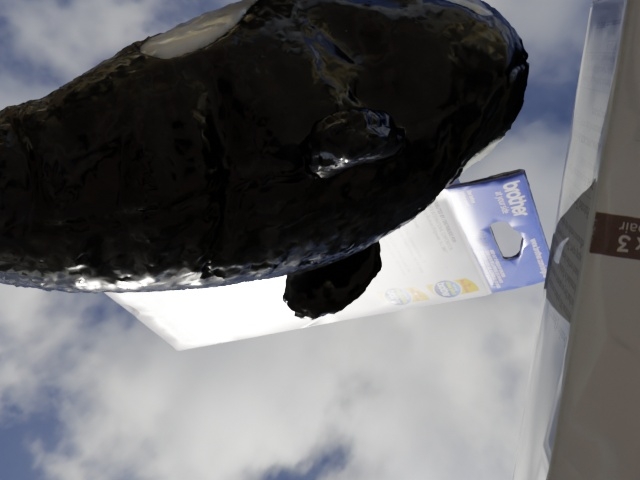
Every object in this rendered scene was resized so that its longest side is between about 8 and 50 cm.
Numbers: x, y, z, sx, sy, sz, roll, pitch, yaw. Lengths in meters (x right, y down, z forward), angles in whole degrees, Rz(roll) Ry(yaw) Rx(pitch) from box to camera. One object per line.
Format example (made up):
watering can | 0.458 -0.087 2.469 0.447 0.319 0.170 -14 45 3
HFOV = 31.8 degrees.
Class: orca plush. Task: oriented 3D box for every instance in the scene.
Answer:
orca plush | -0.025 -0.048 0.378 0.287 0.102 0.151 2 -94 -32

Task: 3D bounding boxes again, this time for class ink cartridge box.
ink cartridge box | 0.000 0.000 0.795 0.311 0.186 0.065 -9 -117 15

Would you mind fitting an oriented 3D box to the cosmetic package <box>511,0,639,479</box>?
cosmetic package | 0.233 0.064 0.632 0.217 0.156 0.385 6 -81 5
